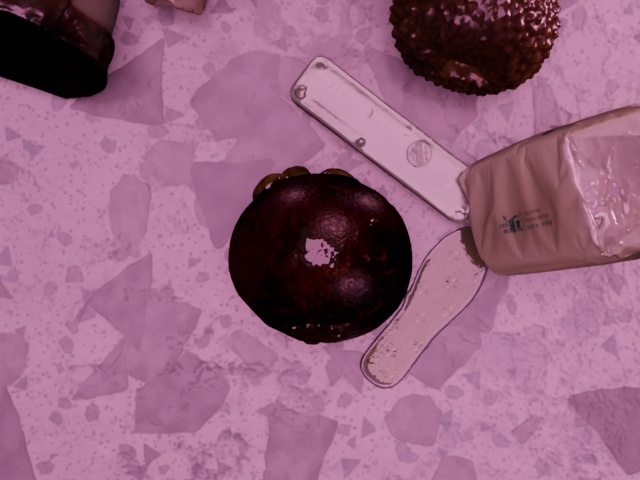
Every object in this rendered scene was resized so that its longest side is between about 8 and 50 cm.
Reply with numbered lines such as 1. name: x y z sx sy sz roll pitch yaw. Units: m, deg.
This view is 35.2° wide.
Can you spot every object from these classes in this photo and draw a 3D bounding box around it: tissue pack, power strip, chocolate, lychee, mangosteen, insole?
1. tissue pack: 0.415 -0.074 1.489 0.297 0.380 0.207 -15 89 -17
2. power strip: 0.123 -0.158 1.676 0.385 0.062 0.091 37 90 1
3. chocolate: -0.439 -0.372 1.605 0.284 0.283 0.186 18 70 1
4. lychee: 0.246 -0.364 1.584 0.268 0.267 0.267 0 91 1
5. mangosteen: 0.007 0.016 1.575 0.297 0.297 0.293 25 68 0
6. insole: 0.181 0.113 1.708 0.109 0.007 0.322 37 91 1

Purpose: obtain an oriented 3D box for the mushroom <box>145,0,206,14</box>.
1. mushroom: -0.202 -0.513 1.604 0.298 0.297 0.290 14 128 1
